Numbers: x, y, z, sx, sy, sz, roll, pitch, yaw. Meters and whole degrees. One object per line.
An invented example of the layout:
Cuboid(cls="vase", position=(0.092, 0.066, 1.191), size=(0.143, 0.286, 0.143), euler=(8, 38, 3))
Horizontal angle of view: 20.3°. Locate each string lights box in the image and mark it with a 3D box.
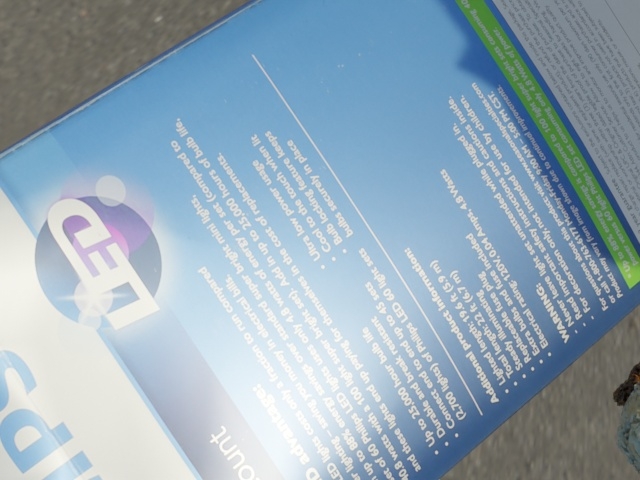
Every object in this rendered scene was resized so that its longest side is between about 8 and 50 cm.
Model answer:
Cuboid(cls="string lights box", position=(0.000, 0.000, 0.495), size=(0.133, 0.260, 0.077), euler=(58, 149, -5))

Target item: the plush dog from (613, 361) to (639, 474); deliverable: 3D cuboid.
Cuboid(cls="plush dog", position=(0.400, 0.214, 1.770), size=(0.225, 0.262, 0.210), euler=(18, 123, -20))
